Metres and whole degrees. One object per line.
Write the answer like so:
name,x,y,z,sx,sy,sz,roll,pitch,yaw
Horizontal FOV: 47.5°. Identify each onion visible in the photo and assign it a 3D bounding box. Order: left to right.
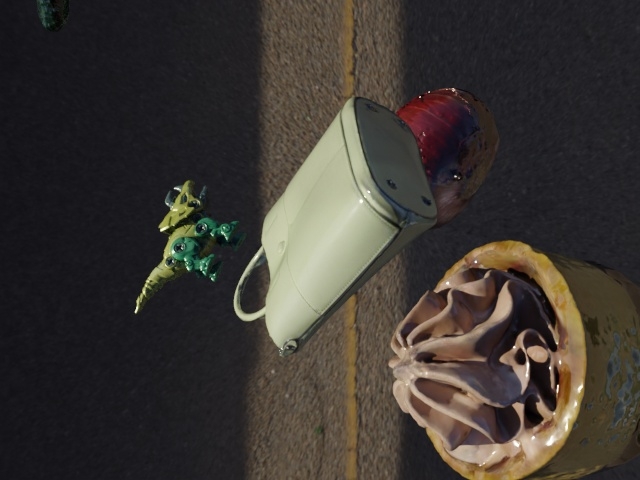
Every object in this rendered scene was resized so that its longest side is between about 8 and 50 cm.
onion,0.177,-0.145,1.220,0.252,0.252,0.219,-46,59,5

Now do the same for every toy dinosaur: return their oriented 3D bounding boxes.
toy dinosaur,-0.237,0.023,1.284,0.153,0.094,0.259,19,76,15

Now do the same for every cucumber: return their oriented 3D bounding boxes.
cucumber,-0.197,-0.202,0.519,0.032,0.133,0.032,5,55,-7

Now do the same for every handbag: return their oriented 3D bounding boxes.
handbag,0.000,0.000,0.867,0.109,0.241,0.315,21,129,-24

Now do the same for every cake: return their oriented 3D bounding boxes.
cake,0.141,0.091,0.569,0.207,0.178,0.185,-33,54,41
